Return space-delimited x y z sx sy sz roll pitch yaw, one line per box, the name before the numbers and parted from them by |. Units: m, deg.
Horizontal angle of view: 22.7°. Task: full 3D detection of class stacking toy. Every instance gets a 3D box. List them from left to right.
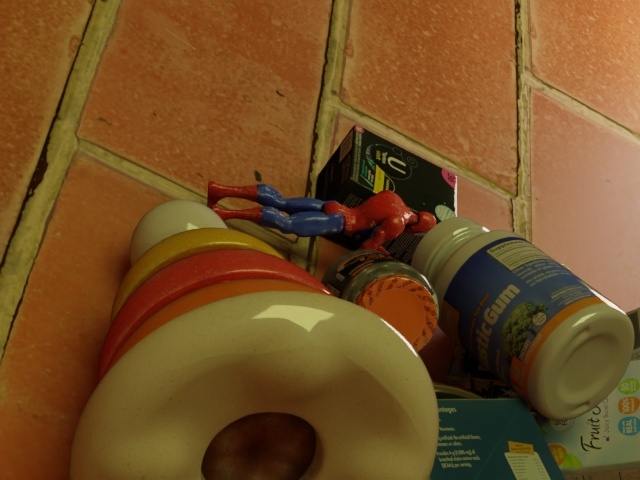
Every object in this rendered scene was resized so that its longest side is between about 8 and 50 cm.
stacking toy | -0.105 0.107 1.643 0.351 0.350 0.480 18 22 -24

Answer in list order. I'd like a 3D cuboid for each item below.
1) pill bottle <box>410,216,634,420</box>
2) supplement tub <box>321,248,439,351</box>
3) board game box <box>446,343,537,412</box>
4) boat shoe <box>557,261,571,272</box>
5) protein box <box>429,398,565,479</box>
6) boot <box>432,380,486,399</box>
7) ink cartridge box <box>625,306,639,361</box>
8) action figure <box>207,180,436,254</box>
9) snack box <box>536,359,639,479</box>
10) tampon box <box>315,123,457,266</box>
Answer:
pill bottle | 0.228 0.081 1.887 0.152 0.152 0.272 1 26 -39
supplement tub | 0.068 0.075 1.829 0.117 0.117 0.190 28 0 -12
board game box | 0.239 0.140 1.978 0.141 0.048 0.170 7 36 11
boat shoe | 0.322 0.065 2.167 0.066 0.063 0.184 -15 61 -47
protein box | 0.156 0.290 1.724 0.200 0.136 0.201 4 48 -37
boot | 0.071 0.173 1.818 0.305 0.112 0.115 13 32 -27
ink cartridge box | 0.475 0.256 2.095 0.239 0.060 0.275 48 29 -29
action figure | 0.000 0.000 1.956 0.280 0.139 0.091 1 38 -8
snack box | 0.366 0.227 1.923 0.174 0.207 0.070 -80 155 -51
tampon box | 0.086 -0.050 2.063 0.161 0.101 0.120 25 38 -17
